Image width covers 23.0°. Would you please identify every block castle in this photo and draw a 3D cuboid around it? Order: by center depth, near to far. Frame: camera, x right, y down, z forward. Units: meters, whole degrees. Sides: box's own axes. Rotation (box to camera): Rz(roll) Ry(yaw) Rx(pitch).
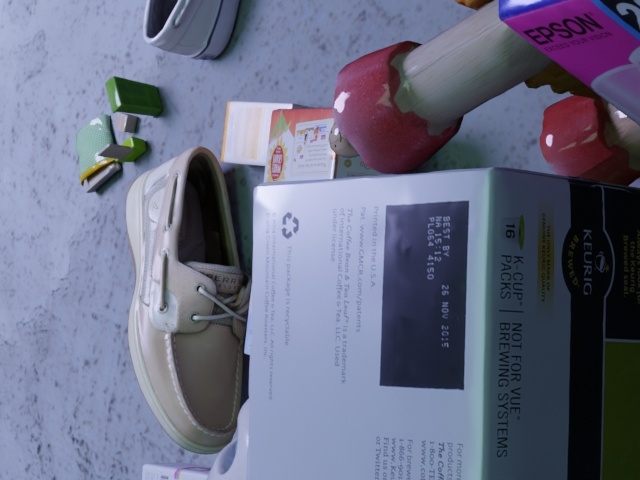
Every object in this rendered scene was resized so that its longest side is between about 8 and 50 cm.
[{"bbox_3d":[0.119,-0.263,1.165,0.213,0.303,0.453,-29,65,43],"label":"block castle"}]

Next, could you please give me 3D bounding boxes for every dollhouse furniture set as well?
[{"bbox_3d":[-0.238,-0.116,1.705,0.151,0.058,0.076,-35,61,39],"label":"dollhouse furniture set"}]

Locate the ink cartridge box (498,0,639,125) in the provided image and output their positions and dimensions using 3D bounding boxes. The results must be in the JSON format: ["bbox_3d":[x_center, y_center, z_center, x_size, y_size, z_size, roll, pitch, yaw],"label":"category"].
[{"bbox_3d":[0.235,-0.110,0.903,0.069,0.371,0.176,-61,21,-16],"label":"ink cartridge box"}]

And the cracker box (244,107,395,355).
[{"bbox_3d":[0.000,0.000,1.406,0.155,0.067,0.232,-170,87,-66],"label":"cracker box"}]

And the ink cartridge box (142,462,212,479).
[{"bbox_3d":[-0.121,0.269,1.547,0.122,0.052,0.089,0,87,48],"label":"ink cartridge box"}]

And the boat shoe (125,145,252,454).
[{"bbox_3d":[-0.120,0.054,1.532,0.098,0.109,0.302,-31,59,42],"label":"boat shoe"}]

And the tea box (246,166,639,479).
[{"bbox_3d":[0.133,0.128,1.093,0.220,0.323,0.329,-2,84,46],"label":"tea box"}]

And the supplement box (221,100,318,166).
[{"bbox_3d":[-0.049,-0.101,1.519,0.098,0.036,0.062,9,92,47],"label":"supplement box"}]

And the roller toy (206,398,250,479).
[{"bbox_3d":[0.004,0.217,1.317,0.209,0.191,0.146,43,115,41],"label":"roller toy"}]

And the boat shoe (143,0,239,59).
[{"bbox_3d":[-0.124,-0.319,1.582,0.096,0.088,0.268,25,104,45],"label":"boat shoe"}]
